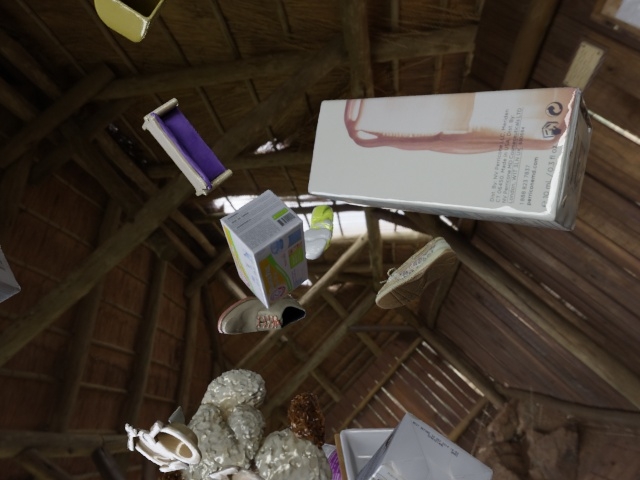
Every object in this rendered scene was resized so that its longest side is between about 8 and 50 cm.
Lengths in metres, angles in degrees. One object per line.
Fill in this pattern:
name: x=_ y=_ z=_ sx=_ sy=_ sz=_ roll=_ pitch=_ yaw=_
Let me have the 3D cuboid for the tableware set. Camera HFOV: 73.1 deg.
tableware set: x=-0.124 y=0.231 z=0.432 sx=0.141 sy=0.169 sz=0.020 roll=-46 pitch=7 yaw=41

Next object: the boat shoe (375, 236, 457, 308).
boat shoe: x=0.283 y=0.105 z=1.322 sx=0.285 sy=0.089 sz=0.104 roll=-39 pitch=-51 yaw=17

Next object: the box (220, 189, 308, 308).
box: x=-0.101 y=0.023 z=0.842 sx=0.114 sy=0.103 sz=0.203 roll=-36 pitch=-30 yaw=-21

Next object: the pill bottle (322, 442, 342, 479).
pill bottle: x=0.038 y=0.740 z=1.367 sx=0.169 sy=0.302 sz=0.169 roll=9 pitch=-101 yaw=-51

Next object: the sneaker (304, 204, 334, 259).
sneaker: x=0.000 y=0.000 z=1.358 sx=0.240 sy=0.091 sz=0.126 roll=-70 pitch=-17 yaw=-46

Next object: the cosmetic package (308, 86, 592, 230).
cosmetic package: x=0.150 y=-0.097 z=0.534 sx=0.153 sy=0.296 sz=0.129 roll=4 pitch=-85 yaw=-54

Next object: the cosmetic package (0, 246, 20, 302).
cosmetic package: x=-1.289 y=0.185 z=1.426 sx=0.453 sy=0.230 sz=0.161 roll=-33 pitch=-19 yaw=-12

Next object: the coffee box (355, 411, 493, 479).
coffee box: x=0.159 y=0.473 z=0.797 sx=0.119 sy=0.168 sz=0.297 roll=-43 pitch=-22 yaw=-45

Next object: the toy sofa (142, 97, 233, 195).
toy sofa: x=-0.515 y=-0.363 z=1.698 sx=0.150 sy=0.362 sz=0.177 roll=-44 pitch=18 yaw=-24

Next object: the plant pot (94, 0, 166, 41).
plant pot: x=-0.283 y=-0.349 z=0.644 sx=0.083 sy=0.082 sz=0.081 roll=-28 pitch=39 yaw=56

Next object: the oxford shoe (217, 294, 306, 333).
oxford shoe: x=-0.207 y=0.277 z=1.600 sx=0.348 sy=0.130 sz=0.123 roll=-13 pitch=-67 yaw=-40

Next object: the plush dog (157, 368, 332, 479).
plush dog: x=-0.093 y=0.338 z=0.633 sx=0.210 sy=0.226 sz=0.262 roll=32 pitch=-120 yaw=-76

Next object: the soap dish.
soap dish: x=0.191 y=0.614 z=1.144 sx=0.229 sy=0.291 sz=0.118 roll=-109 pitch=22 yaw=-73
